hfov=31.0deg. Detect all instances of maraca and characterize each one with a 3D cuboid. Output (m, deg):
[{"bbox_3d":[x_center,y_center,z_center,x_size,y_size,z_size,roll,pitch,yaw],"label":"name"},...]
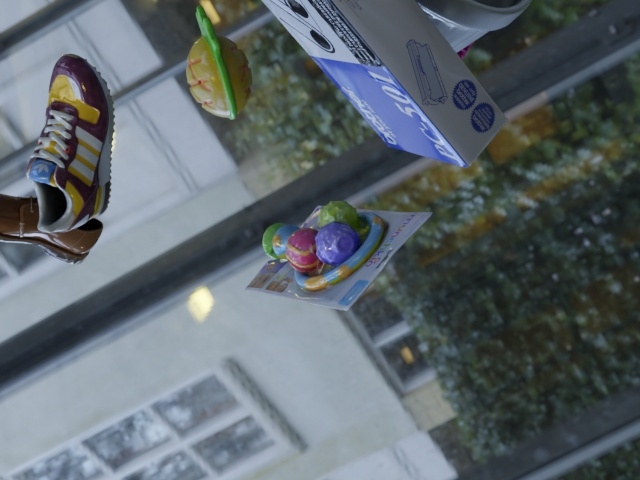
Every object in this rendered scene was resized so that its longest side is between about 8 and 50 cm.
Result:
[{"bbox_3d":[-0.160,-0.271,1.778,0.127,0.099,0.186,-124,17,-48],"label":"maraca"}]

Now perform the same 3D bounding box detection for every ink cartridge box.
[{"bbox_3d":[0.022,-0.135,0.722,0.207,0.046,0.097,46,168,-31],"label":"ink cartridge box"}]

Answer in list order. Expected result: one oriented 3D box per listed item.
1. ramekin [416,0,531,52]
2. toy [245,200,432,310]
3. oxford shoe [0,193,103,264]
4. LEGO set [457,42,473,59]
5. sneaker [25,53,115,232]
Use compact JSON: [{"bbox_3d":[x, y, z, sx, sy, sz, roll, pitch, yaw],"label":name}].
[{"bbox_3d":[0.047,-0.216,0.841,0.207,0.109,0.207,26,-135,-29],"label":"ramekin"},{"bbox_3d":[0.000,0.000,1.224,0.056,0.137,0.237,48,161,-19],"label":"toy"},{"bbox_3d":[-0.382,-0.038,1.510,0.212,0.076,0.076,20,-144,-40],"label":"oxford shoe"},{"bbox_3d":[0.149,-0.306,1.169,0.087,0.227,0.093,19,-161,-46],"label":"LEGO set"},{"bbox_3d":[-0.261,-0.096,1.185,0.084,0.069,0.185,-35,-48,-52],"label":"sneaker"}]
